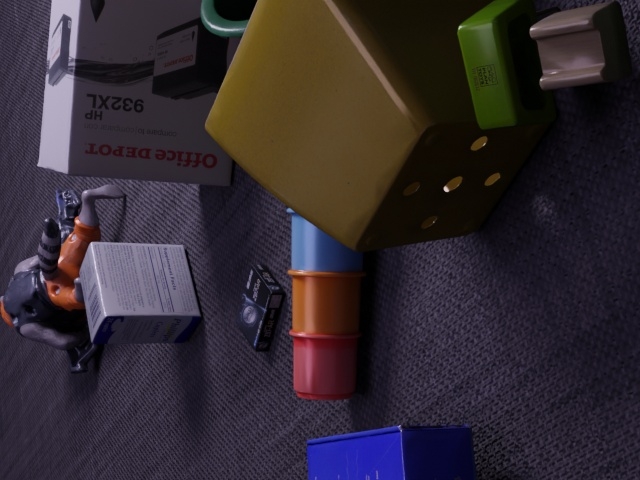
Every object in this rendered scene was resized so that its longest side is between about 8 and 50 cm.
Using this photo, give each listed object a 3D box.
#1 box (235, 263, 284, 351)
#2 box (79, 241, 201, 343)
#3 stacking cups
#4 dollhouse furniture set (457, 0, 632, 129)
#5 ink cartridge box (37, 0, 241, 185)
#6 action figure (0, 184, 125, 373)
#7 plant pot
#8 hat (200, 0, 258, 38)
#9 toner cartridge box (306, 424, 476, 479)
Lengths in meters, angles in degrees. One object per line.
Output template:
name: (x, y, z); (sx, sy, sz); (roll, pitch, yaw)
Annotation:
box: (-0.072, 0.080, 1.356); (0.067, 0.018, 0.083); (50, 131, 51)
box: (-0.247, 0.072, 1.554); (0.072, 0.137, 0.126); (-58, 39, 44)
stacking cups: (0.000, 0.000, 1.151); (0.096, 0.096, 0.316); (6, 93, 62)
dollhouse furniture set: (0.247, -0.188, 0.749); (0.301, 0.151, 0.197); (-3, 106, 44)
ink cartridge box: (-0.222, -0.229, 1.450); (0.129, 0.223, 0.307); (15, 101, 60)
action figure: (-0.443, 0.031, 1.893); (0.330, 0.178, 0.341); (-41, 53, 41)
plant pot: (0.063, -0.111, 0.952); (0.187, 0.212, 0.212); (56, 136, 30)
hat: (-0.023, -0.224, 1.291); (0.208, 0.183, 0.173); (-44, 41, -8)
toner cartridge box: (0.067, 0.334, 0.950); (0.165, 0.075, 0.347); (-25, 66, 59)
